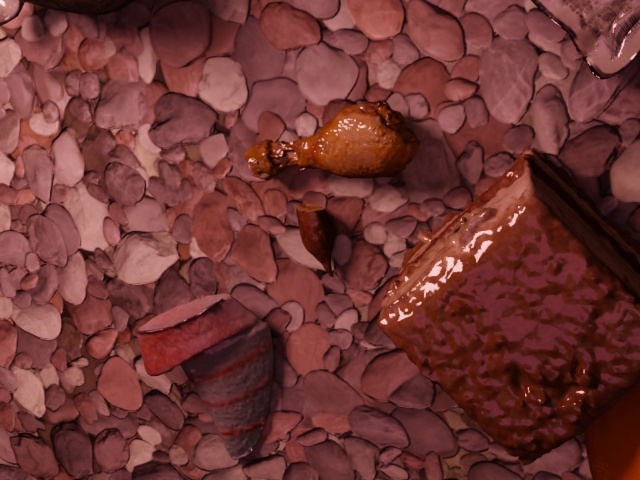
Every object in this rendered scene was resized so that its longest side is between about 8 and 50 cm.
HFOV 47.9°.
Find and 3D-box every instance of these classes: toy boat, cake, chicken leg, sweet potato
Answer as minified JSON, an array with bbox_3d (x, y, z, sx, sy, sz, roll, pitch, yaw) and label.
[{"bbox_3d":[-0.150,0.223,1.128,0.206,0.096,0.282,-21,108,5],"label":"toy boat"},{"bbox_3d":[0.246,0.060,0.864,0.282,0.290,0.256,44,109,4],"label":"cake"},{"bbox_3d":[0.010,-0.124,0.987,0.251,0.087,0.107,-8,110,22],"label":"chicken leg"},{"bbox_3d":[0.000,0.000,1.040,0.049,0.049,0.117,-13,107,18],"label":"sweet potato"}]

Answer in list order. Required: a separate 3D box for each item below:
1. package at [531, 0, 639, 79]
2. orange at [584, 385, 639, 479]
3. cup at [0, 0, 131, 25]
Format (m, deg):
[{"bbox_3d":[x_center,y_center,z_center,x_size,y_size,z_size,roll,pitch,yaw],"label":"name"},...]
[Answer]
[{"bbox_3d":[0.339,-0.321,0.871,0.166,0.040,0.232,-42,83,18],"label":"package"},{"bbox_3d":[0.472,0.243,0.843,0.312,0.312,0.312,4,105,14],"label":"orange"},{"bbox_3d":[-0.400,-0.391,0.936,0.301,0.257,0.227,-37,90,22],"label":"cup"}]
